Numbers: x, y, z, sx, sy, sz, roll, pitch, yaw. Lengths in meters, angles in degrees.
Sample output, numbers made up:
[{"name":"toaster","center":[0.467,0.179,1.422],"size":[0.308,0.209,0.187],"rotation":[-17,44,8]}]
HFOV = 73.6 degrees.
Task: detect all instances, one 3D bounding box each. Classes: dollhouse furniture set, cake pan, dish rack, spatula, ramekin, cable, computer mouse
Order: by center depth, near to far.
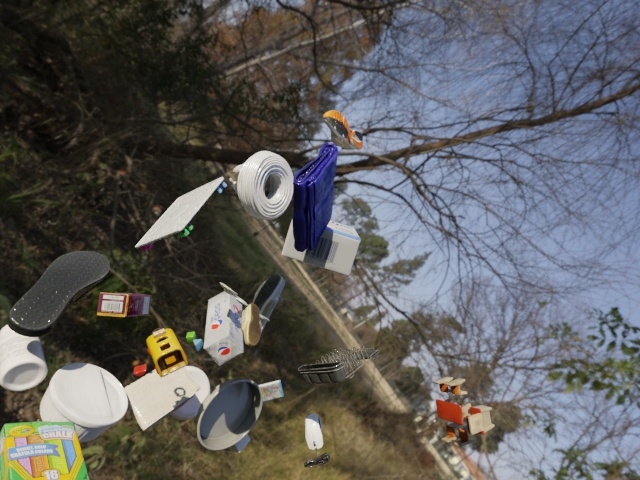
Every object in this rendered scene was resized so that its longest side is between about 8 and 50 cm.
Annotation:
[{"name":"spatula","center":[-0.240,0.207,1.399],"size":[0.168,0.019,0.242],"rotation":[34,-11,12]},{"name":"ramekin","center":[-0.824,0.568,1.483],"size":[0.273,0.127,0.273],"rotation":[40,7,-6]},{"name":"dish rack","center":[0.077,0.441,1.564],"size":[0.208,0.271,0.074],"rotation":[-19,-90,43]},{"name":"cable","center":[-0.201,-0.207,1.611],"size":[0.089,0.257,0.257],"rotation":[12,-42,34]},{"name":"cake pan","center":[-0.360,0.672,1.679],"size":[0.054,0.293,0.293],"rotation":[21,-32,44]},{"name":"computer mouse","center":[-0.027,0.789,1.695],"size":[0.042,0.105,0.193],"rotation":[54,24,-73]},{"name":"dollhouse furniture set","center":[0.585,0.736,1.814],"size":[0.259,0.135,0.262],"rotation":[-18,-102,61]}]

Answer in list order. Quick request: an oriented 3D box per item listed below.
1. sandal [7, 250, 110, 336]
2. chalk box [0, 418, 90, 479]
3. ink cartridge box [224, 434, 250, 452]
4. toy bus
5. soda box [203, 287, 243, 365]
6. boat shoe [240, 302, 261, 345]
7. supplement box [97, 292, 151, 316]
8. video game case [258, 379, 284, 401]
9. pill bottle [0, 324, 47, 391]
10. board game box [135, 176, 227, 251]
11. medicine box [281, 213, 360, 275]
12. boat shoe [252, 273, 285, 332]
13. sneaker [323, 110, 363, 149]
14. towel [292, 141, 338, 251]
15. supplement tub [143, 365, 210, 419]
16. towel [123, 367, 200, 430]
[{"name":"sandal","center":[-0.911,0.177,1.498],"size":[0.167,0.107,0.446],"rotation":[31,28,-9]},{"name":"chalk box","center":[-0.758,0.600,1.122],"size":[0.179,0.180,0.289],"rotation":[22,7,-45]},{"name":"ink cartridge box","center":[-0.412,0.782,1.831],"size":[0.134,0.078,0.231],"rotation":[-19,-79,42]},{"name":"toy bus","center":[-0.502,0.335,1.371],"size":[0.191,0.202,0.105],"rotation":[-69,157,-57]},{"name":"soda box","center":[-0.330,0.289,1.474],"size":[0.091,0.098,0.286],"rotation":[60,3,-27]},{"name":"boat shoe","center":[-0.195,0.237,1.178],"size":[0.050,0.045,0.135],"rotation":[44,25,-32]},{"name":"supplement box","center":[-0.713,0.235,1.570],"size":[0.188,0.104,0.081],"rotation":[66,28,-82]},{"name":"video game case","center":[-0.289,0.822,2.324],"size":[0.015,0.166,0.119],"rotation":[-115,-166,-60]},{"name":"pill bottle","center":[-1.017,0.383,1.448],"size":[0.229,0.131,0.131],"rotation":[39,-17,41]},{"name":"board game box","center":[-0.665,-0.122,2.061],"size":[0.050,0.389,0.390],"rotation":[52,43,-27]},{"name":"medicine box","center":[0.000,0.000,1.676],"size":[0.263,0.149,0.289],"rotation":[17,11,-4]},{"name":"boat shoe","center":[-0.261,0.312,2.053],"size":[0.103,0.321,0.118],"rotation":[31,-3,-38]},{"name":"sneaker","center":[0.076,-0.468,1.884],"size":[0.262,0.121,0.099],"rotation":[32,60,-47]},{"name":"towel","center":[-0.007,-0.126,1.353],"size":[0.076,0.228,0.308],"rotation":[24,-39,17]},{"name":"supplement tub","center":[-0.710,0.723,2.056],"size":[0.324,0.235,0.236],"rotation":[-15,-68,42]},{"name":"towel","center":[-0.640,0.608,1.721],"size":[0.187,0.049,0.282],"rotation":[46,35,15]}]
